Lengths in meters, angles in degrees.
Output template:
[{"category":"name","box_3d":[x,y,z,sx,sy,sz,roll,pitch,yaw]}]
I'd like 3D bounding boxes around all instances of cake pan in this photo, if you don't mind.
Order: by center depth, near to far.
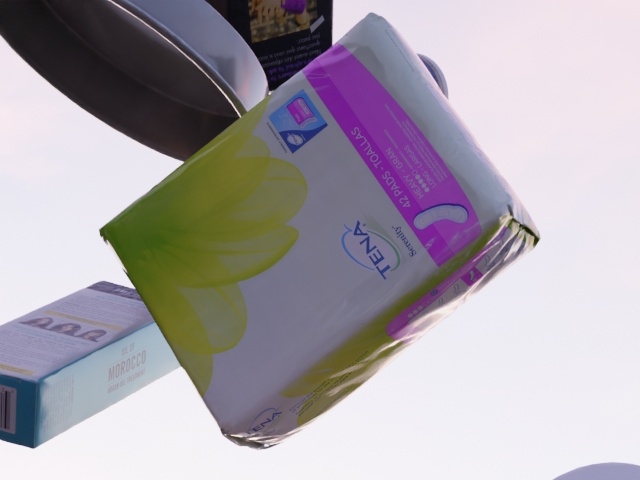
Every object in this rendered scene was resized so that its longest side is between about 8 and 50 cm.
[{"category":"cake pan","box_3d":[-0.165,-0.166,1.555,0.293,0.054,0.293,28,-19,10]}]

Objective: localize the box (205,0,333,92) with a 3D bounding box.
[{"category":"box","box_3d":[-0.084,-0.308,1.969,0.143,0.165,0.270,-11,-67,-33]}]

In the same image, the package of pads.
[{"category":"package of pads","box_3d":[0.000,0.000,1.440,0.296,0.229,0.101,-38,-26,10]}]

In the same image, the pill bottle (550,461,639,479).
[{"category":"pill bottle","box_3d":[0.167,0.218,0.886,0.146,0.146,0.264,-11,-43,16]}]

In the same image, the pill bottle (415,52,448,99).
[{"category":"pill bottle","box_3d":[0.052,-0.149,1.945,0.169,0.094,0.094,-13,-17,-47]}]

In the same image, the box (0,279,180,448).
[{"category":"box","box_3d":[-0.210,0.099,1.520,0.100,0.244,0.060,12,-72,24]}]
